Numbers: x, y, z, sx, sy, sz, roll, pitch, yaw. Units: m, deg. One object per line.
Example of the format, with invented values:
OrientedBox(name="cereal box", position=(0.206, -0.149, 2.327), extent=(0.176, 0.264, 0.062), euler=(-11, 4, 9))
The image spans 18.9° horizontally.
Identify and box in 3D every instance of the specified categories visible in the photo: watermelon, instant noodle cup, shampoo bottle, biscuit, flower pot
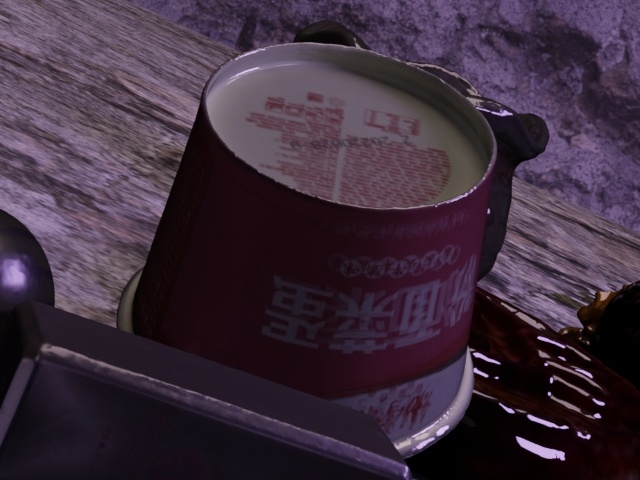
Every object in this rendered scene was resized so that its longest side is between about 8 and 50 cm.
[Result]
OrientedBox(name="watermelon", position=(-0.201, 0.030, 0.992), extent=(0.105, 0.105, 0.133), euler=(30, 23, 31))
OrientedBox(name="instant noodle cup", position=(0.000, 0.000, 1.179), extent=(0.234, 0.178, 0.235), euler=(9, 36, -6))
OrientedBox(name="shampoo bottle", position=(-0.051, 0.111, 0.975), extent=(0.246, 0.080, 0.079), euler=(20, 12, -20))
OrientedBox(name="biscuit", position=(0.074, 0.079, 1.436), extent=(0.407, 0.091, 0.407), euler=(24, 9, -4))
OrientedBox(name="flower pot", position=(0.061, -0.074, 1.869), extent=(0.301, 0.213, 0.302), euler=(24, 9, -4))

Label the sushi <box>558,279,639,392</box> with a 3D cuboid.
OrientedBox(name="sushi", position=(0.395, 0.117, 1.615), extent=(0.348, 0.234, 0.207), euler=(24, 8, -30))
